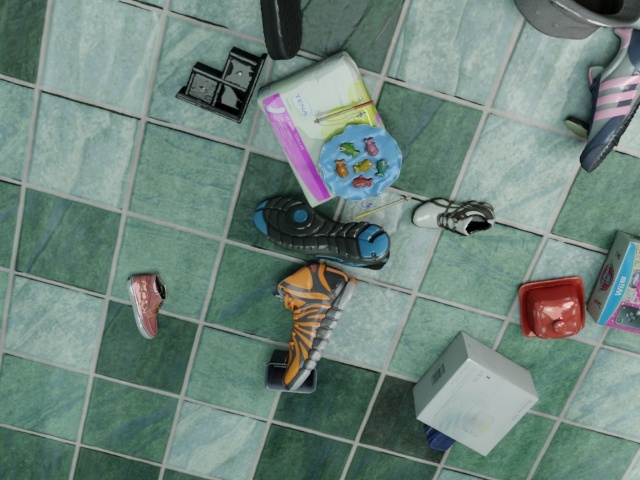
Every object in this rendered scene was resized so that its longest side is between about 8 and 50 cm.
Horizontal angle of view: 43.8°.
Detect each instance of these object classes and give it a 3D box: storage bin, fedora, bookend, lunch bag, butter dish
[{"bbox_3d":[-0.076,0.328,2.074,0.135,0.091,0.098,4,115,0],"label":"storage bin"},{"bbox_3d":[0.500,-0.495,1.620,0.276,0.243,0.124,24,143,-11],"label":"fedora"},{"bbox_3d":[-0.219,-0.366,1.769,0.156,0.072,0.157,22,113,-7],"label":"bookend"},{"bbox_3d":[0.329,0.517,2.155,0.067,0.065,0.098,22,121,-26],"label":"lunch bag"},{"bbox_3d":[0.580,0.186,1.962,0.160,0.118,0.159,-8,113,7],"label":"butter dish"}]

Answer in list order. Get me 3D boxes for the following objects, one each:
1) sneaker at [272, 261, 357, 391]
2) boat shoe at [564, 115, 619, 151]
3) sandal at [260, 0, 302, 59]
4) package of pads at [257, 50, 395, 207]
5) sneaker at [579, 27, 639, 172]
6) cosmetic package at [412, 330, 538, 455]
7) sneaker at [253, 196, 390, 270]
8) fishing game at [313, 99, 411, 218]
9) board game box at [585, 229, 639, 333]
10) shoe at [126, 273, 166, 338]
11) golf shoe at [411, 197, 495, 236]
[{"bbox_3d":[-0.055,0.200,1.973,0.180,0.124,0.321,28,81,1],"label":"sneaker"},{"bbox_3d":[0.615,-0.249,1.802,0.133,0.049,0.042,26,88,-3],"label":"boat shoe"},{"bbox_3d":[-0.124,-0.588,1.621,0.107,0.167,0.445,5,116,20],"label":"sandal"},{"bbox_3d":[0.022,-0.251,1.795,0.229,0.101,0.296,-23,112,13],"label":"package of pads"},{"bbox_3d":[0.625,-0.308,1.732,0.131,0.112,0.319,31,100,19],"label":"sneaker"},{"bbox_3d":[0.396,0.398,2.060,0.225,0.138,0.224,30,113,-12],"label":"cosmetic package"},{"bbox_3d":[0.000,0.000,1.896,0.341,0.139,0.125,19,72,14],"label":"sneaker"},{"bbox_3d":[0.086,-0.168,1.755,0.189,0.041,0.264,-17,118,7],"label":"fishing game"},{"bbox_3d":[0.833,0.123,1.927,0.304,0.097,0.224,14,109,-4],"label":"board game box"},{"bbox_3d":[-0.430,0.168,2.030,0.081,0.063,0.177,-9,110,12],"label":"shoe"},{"bbox_3d":[0.313,-0.053,1.879,0.198,0.094,0.077,-4,116,6],"label":"golf shoe"}]
